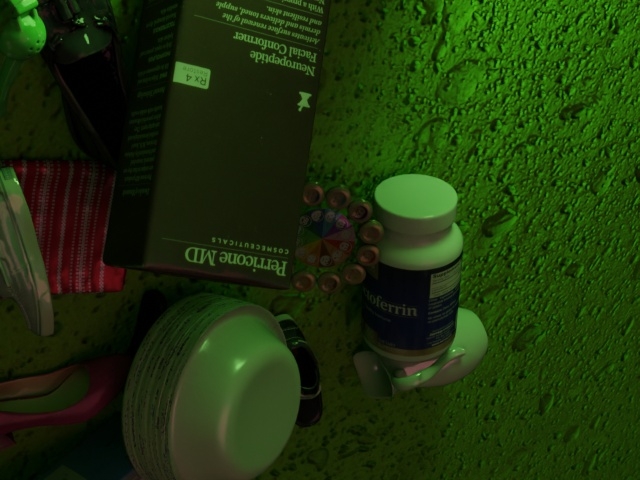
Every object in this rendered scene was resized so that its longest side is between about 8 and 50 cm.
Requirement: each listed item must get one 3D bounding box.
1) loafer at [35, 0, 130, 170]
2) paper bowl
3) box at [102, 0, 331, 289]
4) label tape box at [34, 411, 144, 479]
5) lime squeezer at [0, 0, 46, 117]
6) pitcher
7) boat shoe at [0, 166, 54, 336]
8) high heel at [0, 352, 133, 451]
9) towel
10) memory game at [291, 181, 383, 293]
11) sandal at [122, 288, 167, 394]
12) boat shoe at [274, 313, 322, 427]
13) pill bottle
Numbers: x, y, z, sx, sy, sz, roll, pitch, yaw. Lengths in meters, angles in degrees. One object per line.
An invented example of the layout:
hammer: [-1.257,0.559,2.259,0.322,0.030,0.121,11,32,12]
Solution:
loafer: [-0.268,-0.211,1.289,0.109,0.095,0.303,-28,131,-18]
paper bowl: [-0.135,0.224,1.563,0.284,0.148,0.284,-28,125,-52]
box: [-0.119,-0.143,1.296,0.191,0.143,0.382,9,88,-30]
label tape box: [-0.321,0.465,1.635,0.249,0.115,0.348,-39,136,-39]
lime squeezer: [-0.345,-0.262,1.195,0.058,0.110,0.310,-29,132,-28]
pitcher: [0.181,0.191,1.826,0.207,0.177,0.126,-21,102,-21]
boat shoe: [-0.379,0.021,1.347,0.081,0.079,0.228,-16,119,-14]
high heel: [-0.374,0.198,1.498,0.244,0.082,0.117,-23,141,-5]
towel: [-0.364,-0.010,1.402,0.274,0.031,0.199,-3,119,-34]
memory game: [0.000,0.000,1.617,0.186,0.012,0.186,0,119,0]
sandal: [-0.240,0.153,1.577,0.040,0.067,0.179,-3,118,-47]
boat shoe: [-0.037,0.223,1.758,0.084,0.079,0.233,-30,133,-18]
pill bottle: [0.140,0.042,1.711,0.153,0.153,0.265,-18,127,-25]
